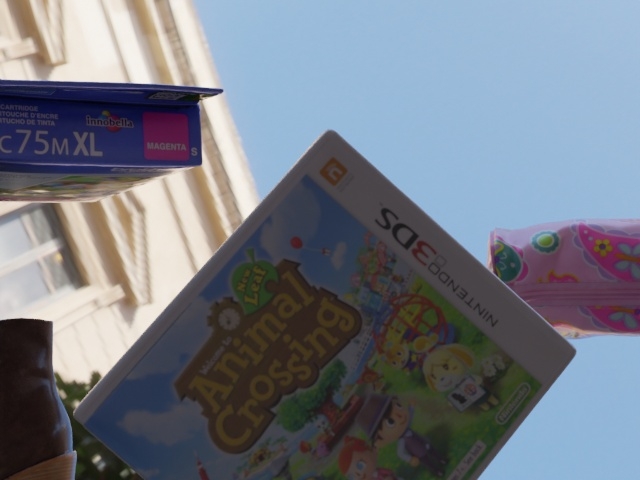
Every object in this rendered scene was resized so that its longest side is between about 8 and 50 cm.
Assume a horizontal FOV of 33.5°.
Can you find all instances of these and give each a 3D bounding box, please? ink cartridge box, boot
[{"bbox_3d":[-0.227,-0.077,0.905,0.311,0.186,0.065,-13,-101,58],"label":"ink cartridge box"},{"bbox_3d":[-0.352,0.182,0.963,0.090,0.249,0.206,149,-67,-64],"label":"boot"}]

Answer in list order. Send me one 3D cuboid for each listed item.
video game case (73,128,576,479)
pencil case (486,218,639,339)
[{"bbox_3d":[0.007,0.078,0.588,0.193,0.212,0.023,42,-10,-3],"label":"video game case"},{"bbox_3d":[0.304,0.039,1.036,0.284,0.124,0.124,-1,-70,12],"label":"pencil case"}]
